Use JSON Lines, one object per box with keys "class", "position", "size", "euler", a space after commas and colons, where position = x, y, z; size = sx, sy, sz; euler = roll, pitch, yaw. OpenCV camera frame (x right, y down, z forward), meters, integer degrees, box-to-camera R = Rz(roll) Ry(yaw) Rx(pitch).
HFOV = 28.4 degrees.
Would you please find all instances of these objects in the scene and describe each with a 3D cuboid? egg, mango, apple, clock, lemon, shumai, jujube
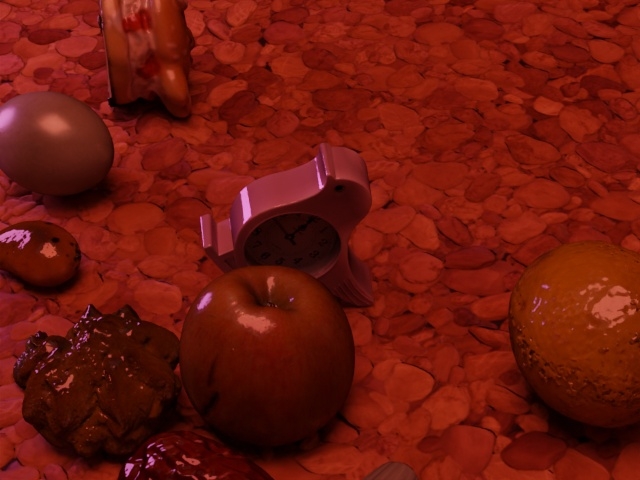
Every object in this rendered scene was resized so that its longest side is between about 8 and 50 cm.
{"class": "egg", "position": [-0.487, -0.175, 2.291], "size": [0.253, 0.187, 0.186], "euler": [17, 46, 26]}
{"class": "mango", "position": [-0.485, 0.018, 2.154], "size": [0.178, 0.090, 0.115], "euler": [18, 53, 35]}
{"class": "apple", "position": [-0.078, 0.156, 1.844], "size": [0.264, 0.264, 0.264], "euler": [-3, 42, 2]}
{"class": "clock", "position": [0.000, 0.000, 1.999], "size": [0.275, 0.290, 0.080], "euler": [-34, 40, 22]}
{"class": "lemon", "position": [0.399, 0.129, 1.829], "size": [0.257, 0.258, 0.310], "euler": [-17, 34, -14]}
{"class": "shumai", "position": [-0.443, 0.184, 1.966], "size": [0.082, 0.080, 0.083], "euler": [-26, 48, -20]}
{"class": "jujube", "position": [-0.156, 0.354, 1.686], "size": [0.250, 0.174, 0.174], "euler": [25, 49, 23]}

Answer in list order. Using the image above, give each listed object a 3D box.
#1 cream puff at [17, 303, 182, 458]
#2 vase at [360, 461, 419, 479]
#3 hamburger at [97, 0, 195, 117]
{"class": "cream puff", "position": [-0.321, 0.204, 1.876], "size": [0.244, 0.196, 0.244], "euler": [21, 39, -17]}
{"class": "vase", "position": [0.054, 0.389, 1.665], "size": [0.128, 0.128, 0.248], "euler": [17, 38, 23]}
{"class": "hamburger", "position": [-0.340, -0.387, 2.479], "size": [0.186, 0.261, 0.303], "euler": [-5, 59, -7]}
